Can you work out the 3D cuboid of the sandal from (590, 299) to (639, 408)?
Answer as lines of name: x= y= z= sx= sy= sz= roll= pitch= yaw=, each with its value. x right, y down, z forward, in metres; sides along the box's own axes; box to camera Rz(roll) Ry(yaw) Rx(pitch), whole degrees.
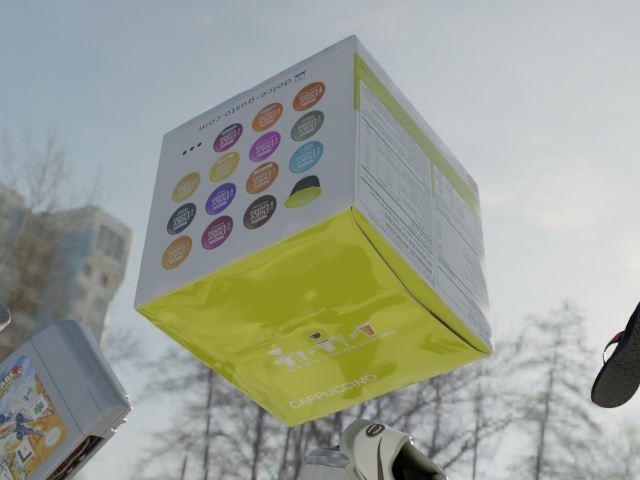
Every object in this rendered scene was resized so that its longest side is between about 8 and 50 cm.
sandal: x=0.421 y=0.154 z=1.462 sx=0.067 sy=0.179 sz=0.040 roll=41 pitch=-18 yaw=-25

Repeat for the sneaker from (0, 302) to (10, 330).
sneaker: x=-0.643 y=0.166 z=1.744 sx=0.163 sy=0.086 sz=0.226 roll=-43 pitch=-27 yaw=20

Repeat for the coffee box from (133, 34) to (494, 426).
coffee box: x=0.000 y=0.000 z=1.444 sx=0.337 sy=0.334 sz=0.338 roll=-24 pitch=-49 yaw=26

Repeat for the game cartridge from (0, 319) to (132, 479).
game cartridge: x=-0.398 y=0.257 z=1.427 sx=0.297 sy=0.198 sz=0.062 roll=-46 pitch=-31 yaw=7

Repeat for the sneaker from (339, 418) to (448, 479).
sneaker: x=0.162 y=0.440 z=1.732 sx=0.146 sy=0.122 sz=0.330 roll=-5 pitch=-56 yaw=52

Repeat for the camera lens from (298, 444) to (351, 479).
camera lens: x=0.048 y=0.524 z=1.921 sx=0.219 sy=0.274 sz=0.219 roll=13 pitch=-21 yaw=5
